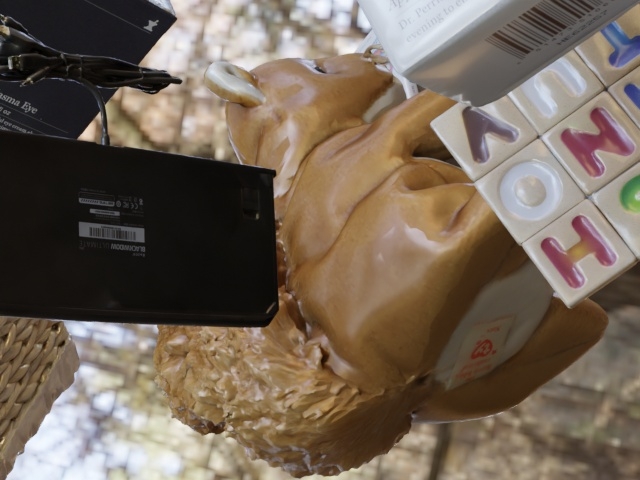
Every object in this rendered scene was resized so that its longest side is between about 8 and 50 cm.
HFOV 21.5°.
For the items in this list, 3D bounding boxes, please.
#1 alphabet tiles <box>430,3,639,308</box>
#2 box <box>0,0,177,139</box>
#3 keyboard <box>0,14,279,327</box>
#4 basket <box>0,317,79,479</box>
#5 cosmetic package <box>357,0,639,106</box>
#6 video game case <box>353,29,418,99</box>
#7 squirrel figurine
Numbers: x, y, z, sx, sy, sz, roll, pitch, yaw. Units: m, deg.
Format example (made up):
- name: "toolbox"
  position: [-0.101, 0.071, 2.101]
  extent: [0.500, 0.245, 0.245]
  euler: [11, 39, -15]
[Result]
- name: "alphabet tiles"
  position: [0.180, -0.081, 0.804]
  extent: [0.237, 0.198, 0.009]
  euler: [-35, -23, 1]
- name: "box"
  position: [-0.395, -0.249, 1.864]
  extent: [0.343, 0.179, 0.312]
  euler: [25, -62, -39]
- name: "keyboard"
  position: [-0.152, -0.043, 1.162]
  extent: [0.317, 0.033, 0.201]
  euler: [7, -102, -45]
- name: "basket"
  position: [-0.468, 0.106, 1.699]
  extent: [0.331, 0.328, 0.266]
  euler: [-63, -32, -55]
- name: "cosmetic package"
  position: [0.040, -0.181, 0.674]
  extent: [0.085, 0.117, 0.231]
  euler: [12, -131, -62]
- name: "video game case"
  position: [0.052, -0.147, 1.838]
  extent: [0.019, 0.157, 0.143]
  euler: [11, -129, -30]
- name: "squirrel figurine"
  position: [0.000, 0.000, 1.468]
  extent: [0.397, 0.370, 0.281]
  euler: [-40, -35, -6]
